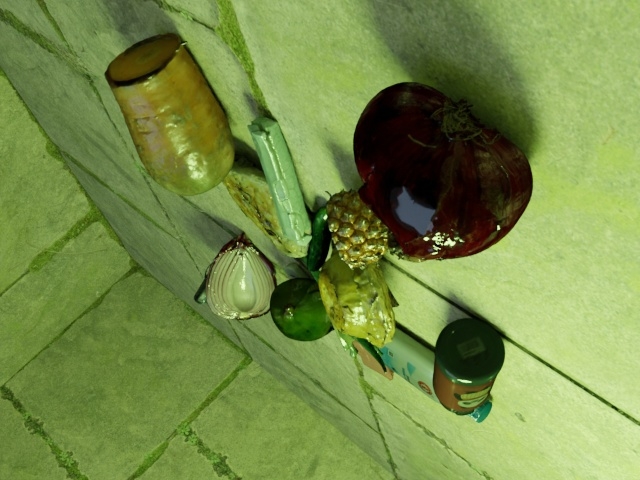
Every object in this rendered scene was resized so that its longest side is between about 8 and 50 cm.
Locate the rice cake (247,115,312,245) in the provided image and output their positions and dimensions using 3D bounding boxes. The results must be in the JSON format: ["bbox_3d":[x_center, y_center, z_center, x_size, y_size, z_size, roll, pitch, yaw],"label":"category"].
[{"bbox_3d":[-0.086,-0.125,1.764,0.066,0.063,0.336,27,147,42],"label":"rice cake"}]

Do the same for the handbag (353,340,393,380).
[{"bbox_3d":[0.139,0.293,2.230,0.157,0.059,0.213,19,147,51],"label":"handbag"}]

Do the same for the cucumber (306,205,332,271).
[{"bbox_3d":[0.000,0.000,1.890,0.056,0.056,0.284,40,152,16],"label":"cucumber"}]

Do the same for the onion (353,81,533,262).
[{"bbox_3d":[0.160,-0.099,1.124,0.280,0.221,0.281,25,138,25],"label":"onion"}]

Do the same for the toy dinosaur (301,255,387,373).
[{"bbox_3d":[0.050,0.154,1.997,0.447,0.087,0.301,34,150,64],"label":"toy dinosaur"}]

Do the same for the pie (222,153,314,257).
[{"bbox_3d":[-0.142,-0.091,1.992,0.339,0.077,0.339,39,161,16],"label":"pie"}]

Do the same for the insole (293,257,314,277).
[{"bbox_3d":[0.001,0.115,2.190,0.253,0.005,0.086,43,-176,10],"label":"insole"}]

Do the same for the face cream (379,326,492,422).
[{"bbox_3d":[0.284,0.344,1.994,0.336,0.080,0.163,34,154,33],"label":"face cream"}]

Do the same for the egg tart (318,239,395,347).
[{"bbox_3d":[0.071,0.126,1.815,0.295,0.116,0.295,159,90,-77],"label":"egg tart"}]

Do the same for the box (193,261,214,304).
[{"bbox_3d":[-0.324,0.126,2.625,0.130,0.227,0.162,34,164,-12],"label":"box"}]

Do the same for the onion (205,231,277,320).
[{"bbox_3d":[-0.251,0.109,2.498,0.120,0.226,0.284,-137,50,-77],"label":"onion"}]

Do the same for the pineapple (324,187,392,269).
[{"bbox_3d":[0.101,-0.035,1.559,0.176,0.136,0.162,57,-158,-44],"label":"pineapple"}]

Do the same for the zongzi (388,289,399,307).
[{"bbox_3d":[0.160,0.147,1.905,0.073,0.067,0.083,6,149,-8],"label":"zongzi"}]

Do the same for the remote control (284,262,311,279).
[{"bbox_3d":[-0.034,0.144,2.331,0.190,0.029,0.087,50,160,-13],"label":"remote control"}]

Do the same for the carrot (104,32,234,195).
[{"bbox_3d":[-0.334,-0.274,1.791,0.224,0.224,0.341,27,151,44],"label":"carrot"}]

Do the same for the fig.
[{"bbox_3d":[-0.063,0.197,2.192,0.195,0.195,0.245,42,-162,10],"label":"fig"}]

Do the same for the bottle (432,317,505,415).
[{"bbox_3d":[0.320,0.294,1.738,0.144,0.144,0.336,38,163,22],"label":"bottle"}]

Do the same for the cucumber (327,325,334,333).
[{"bbox_3d":[0.022,0.264,2.441,0.053,0.053,0.181,45,159,2],"label":"cucumber"}]
